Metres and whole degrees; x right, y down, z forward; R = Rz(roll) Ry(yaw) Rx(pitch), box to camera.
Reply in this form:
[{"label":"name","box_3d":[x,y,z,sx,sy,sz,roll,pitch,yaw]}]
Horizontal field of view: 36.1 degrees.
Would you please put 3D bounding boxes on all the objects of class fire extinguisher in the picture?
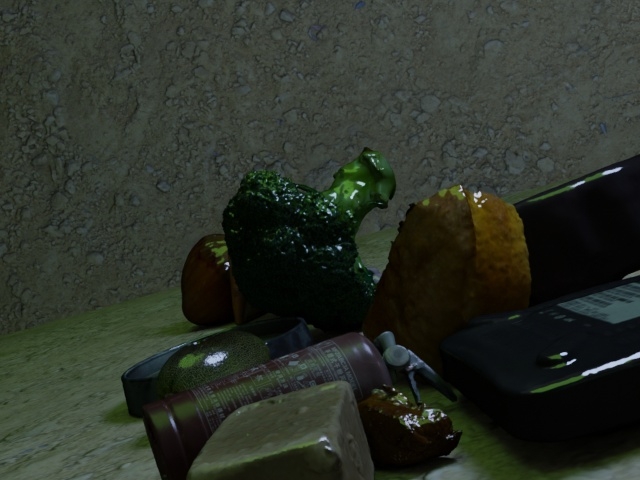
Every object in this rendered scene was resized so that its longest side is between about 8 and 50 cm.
[{"label":"fire extinguisher","box_3d":[-0.017,0.153,0.886,0.268,0.105,0.105,-17,4,-17]}]

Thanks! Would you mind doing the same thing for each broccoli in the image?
[{"label":"broccoli","box_3d":[0.000,0.000,1.505,0.297,0.298,0.297,-39,12,-19]}]

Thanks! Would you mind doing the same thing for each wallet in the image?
[{"label":"wallet","box_3d":[-0.118,0.067,1.982,0.042,0.161,0.195,0,12,29]}]

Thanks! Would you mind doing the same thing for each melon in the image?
[{"label":"melon","box_3d":[-0.123,0.159,1.165,0.099,0.099,0.162,-13,6,41]}]

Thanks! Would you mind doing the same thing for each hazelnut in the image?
[{"label":"hazelnut","box_3d":[-0.213,0.079,2.073,0.210,0.186,0.210,-10,21,4]}]

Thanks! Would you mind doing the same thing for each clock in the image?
[{"label":"clock","box_3d":[-0.141,0.171,1.372,0.280,0.056,0.280,-17,4,1]}]

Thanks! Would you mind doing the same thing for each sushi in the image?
[{"label":"sushi","box_3d":[0.065,0.153,0.803,0.060,0.062,0.118,-13,23,-38]}]

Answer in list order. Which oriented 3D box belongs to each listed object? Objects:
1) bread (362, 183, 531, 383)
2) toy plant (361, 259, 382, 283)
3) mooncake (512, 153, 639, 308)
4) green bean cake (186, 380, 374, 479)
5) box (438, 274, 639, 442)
[{"label":"bread","box_3d":[0.136,0.071,1.028,0.129,0.134,0.260,-2,-38,-19]},{"label":"toy plant","box_3d":[-0.009,0.069,1.857,0.232,0.113,0.243,-6,16,-20]},{"label":"mooncake","box_3d":[0.297,0.002,1.153,0.283,0.141,0.283,-24,-5,-2]},{"label":"green bean cake","box_3d":[-0.023,0.167,0.708,0.109,0.085,0.179,-17,3,5]},{"label":"box","box_3d":[0.257,0.083,0.822,0.288,0.073,0.290,-15,4,-4]}]
